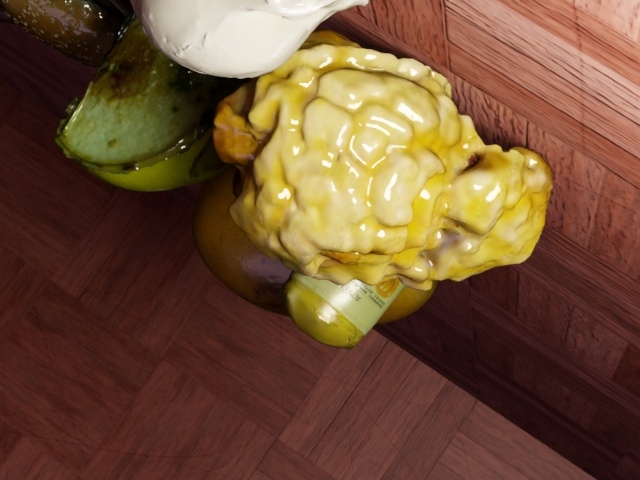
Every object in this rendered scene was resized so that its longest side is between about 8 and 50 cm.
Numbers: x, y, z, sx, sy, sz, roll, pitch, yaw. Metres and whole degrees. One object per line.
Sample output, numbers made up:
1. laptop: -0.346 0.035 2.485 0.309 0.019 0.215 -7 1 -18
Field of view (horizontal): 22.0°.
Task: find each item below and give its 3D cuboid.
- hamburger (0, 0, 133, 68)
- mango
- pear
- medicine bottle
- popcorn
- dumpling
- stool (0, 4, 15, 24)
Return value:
1. hamburger: -0.289 -0.284 2.029 0.215 0.122 0.189 36 171 -21
2. mango: 0.000 0.000 2.197 0.378 0.221 0.264 18 160 38
3. pear: -0.165 -0.141 1.927 0.164 0.238 0.255 27 169 15
4. medicine bottle: 0.056 0.015 1.919 0.124 0.239 0.124 38 176 3
5. popcorn: 0.052 -0.058 1.569 0.332 0.225 0.265 16 165 -8
6. dumpling: -0.060 -0.214 1.433 0.193 0.147 0.258 2 -172 -35
7. stool: -0.611 -0.354 2.619 0.178 0.272 0.272 17 169 13
